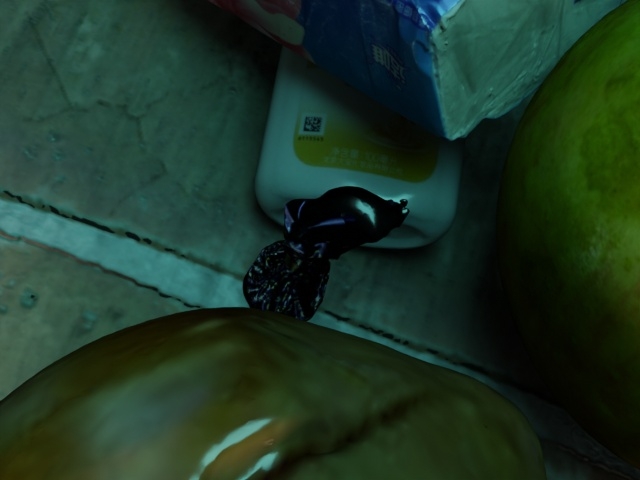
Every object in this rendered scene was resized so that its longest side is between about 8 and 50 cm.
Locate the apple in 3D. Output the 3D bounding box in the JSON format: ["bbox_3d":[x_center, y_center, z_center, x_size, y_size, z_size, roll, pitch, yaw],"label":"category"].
[{"bbox_3d":[0.276,-0.014,0.843,0.340,0.339,0.339,7,63,-14],"label":"apple"}]

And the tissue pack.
[{"bbox_3d":[0.053,-0.206,0.919,0.209,0.137,0.270,-43,54,-18],"label":"tissue pack"}]

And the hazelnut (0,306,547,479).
[{"bbox_3d":[-0.039,0.207,0.693,0.373,0.315,0.372,0,90,2],"label":"hazelnut"}]

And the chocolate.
[{"bbox_3d":[-0.003,0.001,0.888,0.072,0.147,0.070,-7,64,-27],"label":"chocolate"}]

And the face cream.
[{"bbox_3d":[0.044,-0.134,1.004,0.144,0.071,0.291,11,62,1],"label":"face cream"}]
